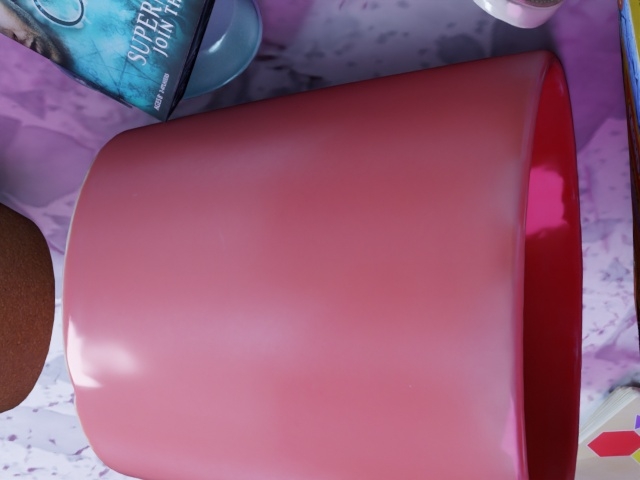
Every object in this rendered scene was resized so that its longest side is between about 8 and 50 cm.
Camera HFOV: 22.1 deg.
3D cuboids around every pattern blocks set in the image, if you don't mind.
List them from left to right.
[{"bbox_3d":[0.274,0.158,1.239,0.325,0.026,0.285,21,138,-27],"label":"pattern blocks set"}]

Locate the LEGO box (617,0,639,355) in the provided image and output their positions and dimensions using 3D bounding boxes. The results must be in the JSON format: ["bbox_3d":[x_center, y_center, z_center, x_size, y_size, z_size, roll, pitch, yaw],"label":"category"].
[{"bbox_3d":[0.416,-0.025,0.850,0.500,0.193,0.372,-7,144,8],"label":"LEGO box"}]

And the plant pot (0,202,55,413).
[{"bbox_3d":[-0.287,0.033,0.910,0.254,0.237,0.237,8,145,-35],"label":"plant pot"}]

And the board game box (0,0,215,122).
[{"bbox_3d":[-0.104,-0.142,0.751,0.126,0.026,0.186,28,145,1],"label":"board game box"}]

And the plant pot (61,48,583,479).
[{"bbox_3d":[0.009,0.035,0.886,0.243,0.275,0.275,-1,145,15],"label":"plant pot"}]

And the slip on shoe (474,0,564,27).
[{"bbox_3d":[0.103,-0.143,0.738,0.051,0.135,0.041,31,132,7],"label":"slip on shoe"}]

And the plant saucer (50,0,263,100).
[{"bbox_3d":[-0.089,-0.119,0.853,0.119,0.021,0.119,0,143,0],"label":"plant saucer"}]
